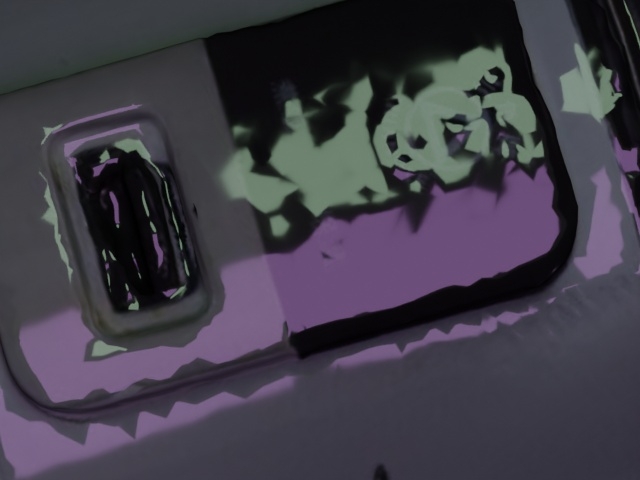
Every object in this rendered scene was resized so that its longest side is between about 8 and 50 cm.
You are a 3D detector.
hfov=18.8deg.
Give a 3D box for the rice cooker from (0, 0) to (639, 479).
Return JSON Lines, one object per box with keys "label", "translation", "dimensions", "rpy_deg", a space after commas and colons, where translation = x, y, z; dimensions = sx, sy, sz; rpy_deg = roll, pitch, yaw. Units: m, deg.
{"label": "rice cooker", "translation": [0.000, 0.000, 0.474], "dimensions": [0.227, 0.241, 0.281], "rpy_deg": [-16, 80, -3]}
